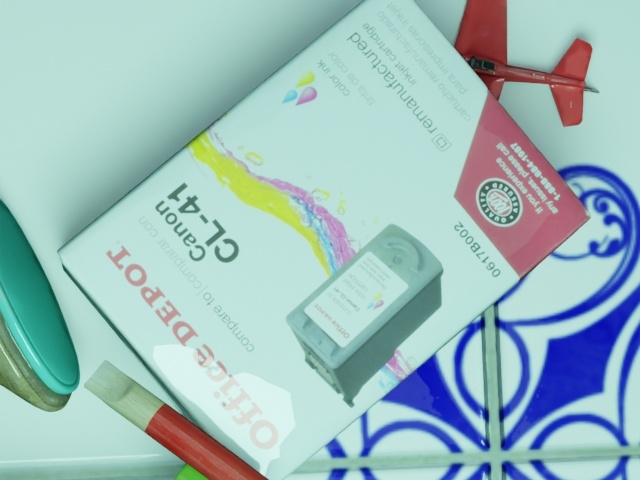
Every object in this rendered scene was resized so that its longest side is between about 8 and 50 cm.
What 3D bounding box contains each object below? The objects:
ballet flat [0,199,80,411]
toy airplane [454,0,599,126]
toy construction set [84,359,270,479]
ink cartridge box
[{"bbox_3d":[-0.282,-0.025,1.168,0.124,0.116,0.342,-23,88,10],"label":"ballet flat"},{"bbox_3d":[0.145,-0.126,1.278,0.151,0.028,0.151,1,86,-9],"label":"toy airplane"},{"bbox_3d":[-0.212,0.212,1.081,0.237,0.257,0.309,37,87,4],"label":"toy construction set"},{"bbox_3d":[0.000,0.000,1.187,0.306,0.131,0.226,-40,91,-9],"label":"ink cartridge box"}]
